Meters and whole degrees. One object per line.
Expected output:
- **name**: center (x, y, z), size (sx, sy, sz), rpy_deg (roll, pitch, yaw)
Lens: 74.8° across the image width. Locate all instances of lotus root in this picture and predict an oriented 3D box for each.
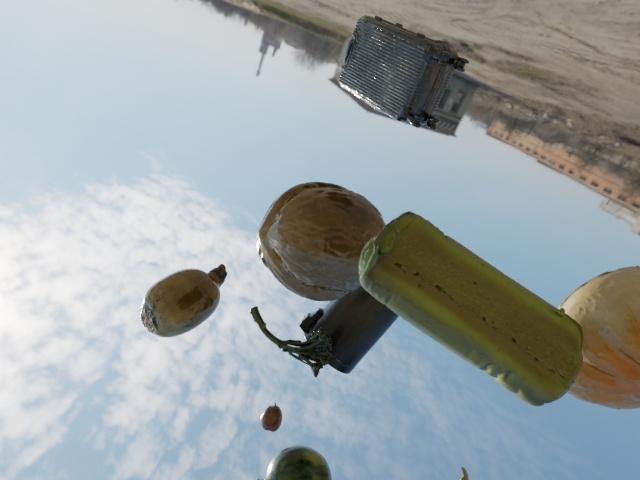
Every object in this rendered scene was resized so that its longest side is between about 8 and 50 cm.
- **lotus root**: center (-0.404, 0.172, 1.302), size (0.183, 0.182, 0.310), rpy_deg (33, -138, 22)

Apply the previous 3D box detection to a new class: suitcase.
- **suitcase**: center (0.192, -0.420, 1.046), size (0.128, 0.202, 0.312), rpy_deg (-8, -140, -41)

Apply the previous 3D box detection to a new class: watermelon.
- **watermelon**: center (-0.078, 0.727, 1.343), size (0.232, 0.204, 0.127), rpy_deg (-2, -113, 9)

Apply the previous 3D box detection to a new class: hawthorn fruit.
- **hawthorn fruit**: center (-0.176, 0.644, 1.532), size (0.081, 0.093, 0.081), rpy_deg (19, -172, -3)

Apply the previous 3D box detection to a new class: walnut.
- **walnut**: center (0.000, 0.000, 1.046), size (0.333, 0.332, 0.333), rpy_deg (19, -155, -9)

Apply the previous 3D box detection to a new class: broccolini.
- **broccolini**: center (-0.079, 0.256, 1.186), size (0.271, 0.123, 0.062), rpy_deg (36, 164, 7)

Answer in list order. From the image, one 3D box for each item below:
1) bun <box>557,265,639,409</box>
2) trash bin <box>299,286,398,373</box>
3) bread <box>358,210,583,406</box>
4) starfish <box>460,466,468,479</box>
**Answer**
- **bun**: center (0.568, 0.197, 0.753), size (0.299, 0.298, 0.164), rpy_deg (16, -158, -14)
- **trash bin**: center (0.116, 0.244, 1.340), size (0.252, 0.301, 0.203), rpy_deg (41, -173, 0)
- **bread**: center (0.238, 0.109, 0.695), size (0.384, 0.112, 0.166), rpy_deg (35, -112, 7)
- **starfish**: center (0.367, 0.886, 1.232), size (0.078, 0.357, 0.347), rpy_deg (4, -164, 36)
